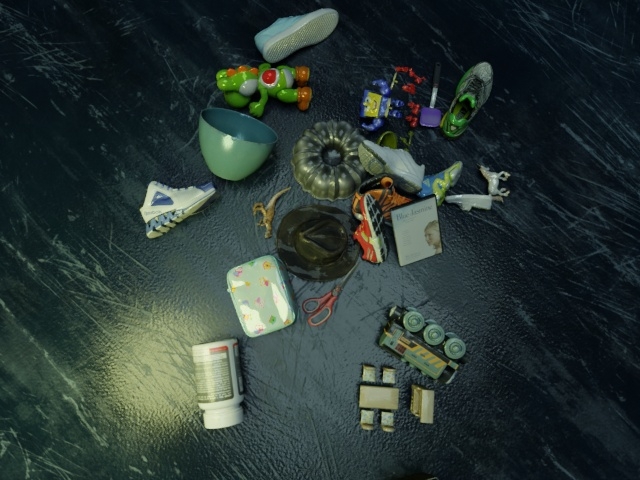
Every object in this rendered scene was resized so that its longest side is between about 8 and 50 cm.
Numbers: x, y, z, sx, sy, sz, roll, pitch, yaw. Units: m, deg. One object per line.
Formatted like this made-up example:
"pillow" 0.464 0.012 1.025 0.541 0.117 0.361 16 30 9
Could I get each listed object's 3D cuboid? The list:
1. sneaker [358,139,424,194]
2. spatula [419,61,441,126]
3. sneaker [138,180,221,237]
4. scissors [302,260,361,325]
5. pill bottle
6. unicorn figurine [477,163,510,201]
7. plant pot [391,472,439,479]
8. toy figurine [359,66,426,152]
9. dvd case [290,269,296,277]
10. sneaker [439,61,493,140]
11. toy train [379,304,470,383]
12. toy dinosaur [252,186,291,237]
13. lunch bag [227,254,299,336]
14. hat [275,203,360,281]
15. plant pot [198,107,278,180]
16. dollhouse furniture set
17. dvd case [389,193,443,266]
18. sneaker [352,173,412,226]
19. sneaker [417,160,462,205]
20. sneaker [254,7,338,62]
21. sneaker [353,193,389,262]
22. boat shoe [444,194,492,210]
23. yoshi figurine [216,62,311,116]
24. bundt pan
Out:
"sneaker" 0.268 -0.292 1.765 0.297 0.111 0.130 31 66 -21
"spatula" 0.466 -0.599 1.919 0.084 0.030 0.297 10 80 3
"sneaker" -0.553 -0.165 1.765 0.315 0.127 0.182 -31 86 -5
"scissors" 0.062 0.204 1.771 0.297 0.021 0.109 -37 90 -4
"pill bottle" -0.356 0.498 1.651 0.161 0.161 0.284 -8 81 -3
"unicorn figurine" 0.688 -0.236 1.856 0.111 0.060 0.162 0 81 -3
"plant pot" 0.319 0.905 1.610 0.187 0.167 0.188 -14 81 -4
"toy figurine" 0.245 -0.499 1.858 0.191 0.217 0.363 -6 113 -42
"dvd case" -0.083 0.072 1.802 0.119 0.013 0.087 -44 85 -10
"sneaker" 0.601 -0.565 1.862 0.134 0.146 0.344 26 80 2
"toy train" 0.376 0.380 1.718 0.333 0.142 0.190 33 93 1
"toy dinosaur" -0.200 -0.118 1.814 0.112 0.064 0.212 15 90 -18
"lunch bag" -0.215 0.201 1.723 0.223 0.108 0.280 -22 80 9
"hat" 0.000 0.000 1.746 0.330 0.134 0.332 1 82 -8
"plant pot" -0.325 -0.341 1.751 0.289 0.290 0.196 24 117 2
"dollhouse furniture set" 0.262 0.565 1.663 0.241 0.161 0.213 5 81 -1
"dvd case" 0.364 -0.036 1.760 0.180 0.022 0.253 -18 118 -5
"sneaker" 0.284 -0.144 1.753 0.320 0.180 0.125 5 47 -2
"sneaker" 0.458 -0.242 1.834 0.126 0.091 0.240 28 61 23
"sneaker" -0.103 -0.863 1.892 0.365 0.135 0.150 -31 68 -15
"sneaker" 0.170 -0.036 1.732 0.118 0.107 0.279 2 119 30
"boat shoe" 0.579 -0.147 1.841 0.183 0.066 0.063 1 91 -5
"yoshi figurine" -0.229 -0.598 1.851 0.361 0.204 0.203 -1 122 -16
"bundt pan" 0.046 -0.322 1.815 0.330 0.124 0.332 0 82 -2
